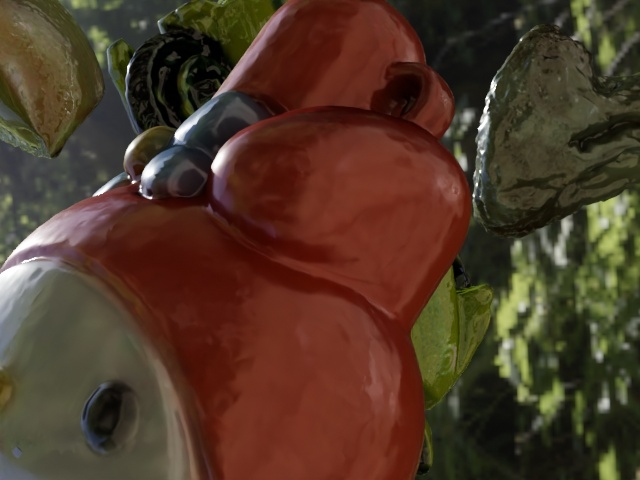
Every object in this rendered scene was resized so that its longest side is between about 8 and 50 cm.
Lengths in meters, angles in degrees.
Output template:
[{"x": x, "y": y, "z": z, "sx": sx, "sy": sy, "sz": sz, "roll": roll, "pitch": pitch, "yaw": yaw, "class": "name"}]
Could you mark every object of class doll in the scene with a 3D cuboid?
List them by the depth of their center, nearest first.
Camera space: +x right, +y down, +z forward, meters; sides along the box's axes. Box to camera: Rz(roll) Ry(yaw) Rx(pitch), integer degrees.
[{"x": -0.041, "y": 0.045, "z": 0.437, "sx": 0.130, "sy": 0.161, "sz": 0.290, "roll": 40, "pitch": -102, "yaw": -40, "class": "doll"}]

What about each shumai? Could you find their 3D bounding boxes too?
[{"x": 0.277, "y": -0.101, "z": 1.418, "sx": 0.272, "sy": 0.204, "sz": 0.222, "roll": -53, "pitch": -28, "yaw": -36, "class": "shumai"}]

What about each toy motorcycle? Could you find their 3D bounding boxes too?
[{"x": 0.002, "y": -0.001, "z": 0.894, "sx": 0.342, "sy": 0.142, "sz": 0.206, "roll": 63, "pitch": -152, "yaw": -9, "class": "toy motorcycle"}]

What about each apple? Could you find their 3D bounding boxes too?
[{"x": -0.279, "y": -0.181, "z": 1.246, "sx": 0.120, "sy": 0.265, "sz": 0.193, "roll": -34, "pitch": -71, "yaw": -16, "class": "apple"}]
